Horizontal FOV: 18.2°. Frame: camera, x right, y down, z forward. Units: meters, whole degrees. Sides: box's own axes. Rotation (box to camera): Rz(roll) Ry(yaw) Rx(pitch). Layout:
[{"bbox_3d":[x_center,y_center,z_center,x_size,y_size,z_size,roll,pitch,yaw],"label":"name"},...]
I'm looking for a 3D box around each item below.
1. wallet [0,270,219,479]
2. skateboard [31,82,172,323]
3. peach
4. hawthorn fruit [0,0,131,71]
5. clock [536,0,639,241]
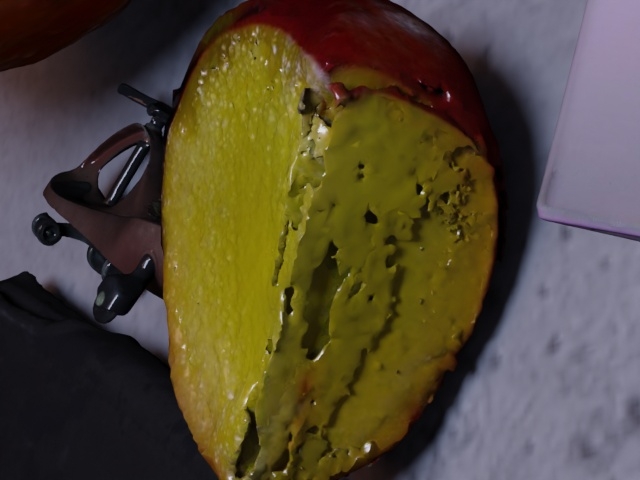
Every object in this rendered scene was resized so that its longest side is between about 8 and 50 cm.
[{"bbox_3d":[-0.087,0.143,0.788,0.377,0.051,0.197,26,102,54],"label":"wallet"},{"bbox_3d":[-0.070,-0.012,0.818,0.080,0.067,0.151,-60,34,5],"label":"skateboard"},{"bbox_3d":[0.006,0.000,0.680,0.127,0.092,0.172,-6,85,57],"label":"peach"},{"bbox_3d":[-0.158,-0.201,0.826,0.284,0.284,0.284,-23,60,48],"label":"hawthorn fruit"},{"bbox_3d":[0.164,-0.011,0.420,0.197,0.150,0.063,13,91,55],"label":"clock"}]
